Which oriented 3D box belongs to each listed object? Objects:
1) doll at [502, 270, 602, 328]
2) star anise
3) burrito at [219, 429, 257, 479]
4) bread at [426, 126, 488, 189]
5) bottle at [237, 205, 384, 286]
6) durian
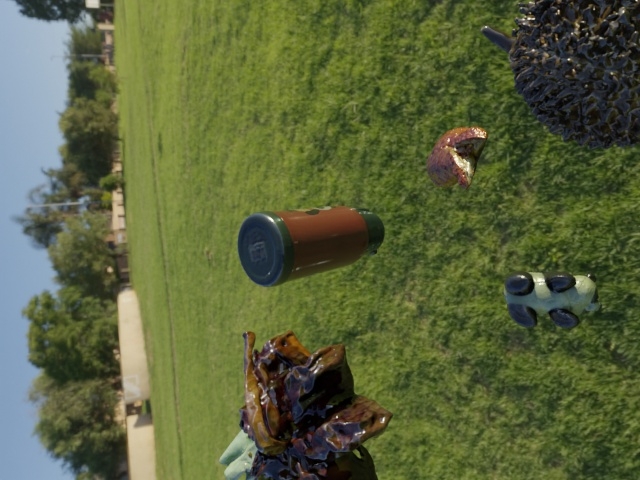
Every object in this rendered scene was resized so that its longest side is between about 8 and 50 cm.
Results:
[{"bbox_3d":[0.585,0.139,1.235,0.135,0.234,0.143,-30,-65,-62],"label":"doll"},{"bbox_3d":[-0.025,0.210,0.534,0.220,0.126,0.190,-2,98,43],"label":"star anise"},{"bbox_3d":[-0.082,0.286,0.664,0.074,0.118,0.044,45,169,17],"label":"burrito"},{"bbox_3d":[0.297,-0.186,1.076,0.269,0.095,0.139,-49,-26,-83],"label":"bread"},{"bbox_3d":[0.000,0.000,1.008,0.144,0.336,0.144,9,102,43],"label":"bottle"},{"bbox_3d":[0.209,-0.159,0.376,0.188,0.148,0.091,31,172,37],"label":"durian"}]
